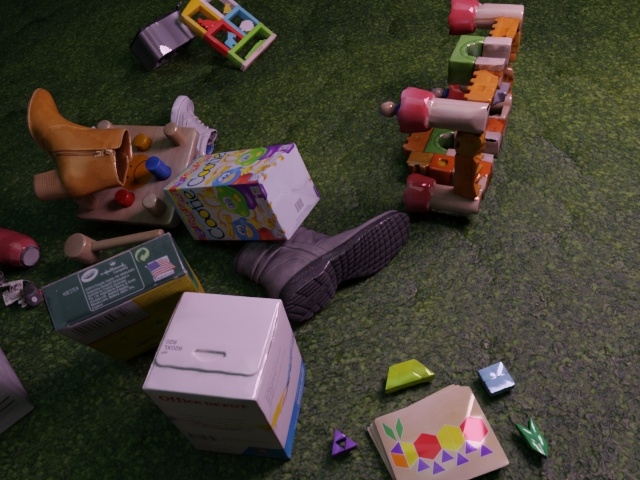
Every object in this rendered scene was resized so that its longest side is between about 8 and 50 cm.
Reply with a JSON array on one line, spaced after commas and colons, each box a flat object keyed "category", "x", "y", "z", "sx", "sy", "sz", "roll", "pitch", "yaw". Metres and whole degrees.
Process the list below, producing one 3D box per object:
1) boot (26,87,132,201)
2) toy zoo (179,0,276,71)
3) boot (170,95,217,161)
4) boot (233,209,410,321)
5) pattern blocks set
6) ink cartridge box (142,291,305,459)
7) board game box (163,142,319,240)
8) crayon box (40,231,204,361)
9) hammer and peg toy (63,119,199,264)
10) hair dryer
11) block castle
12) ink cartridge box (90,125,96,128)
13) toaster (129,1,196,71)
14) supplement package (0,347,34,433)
[{"category": "boot", "x": -0.535, "y": -0.231, "z": 1.215, "sx": 0.211, "sy": 0.104, "sz": 0.295, "roll": -13, "pitch": 72, "yaw": 2}, {"category": "toy zoo", "x": -0.306, "y": -0.686, "z": 1.704, "sx": 0.293, "sy": 0.030, "sz": 0.192, "roll": 37, "pitch": 57, "yaw": -7}, {"category": "boot", "x": -0.337, "y": -0.290, "z": 1.447, "sx": 0.123, "sy": 0.095, "sz": 0.259, "roll": -1, "pitch": 57, "yaw": 2}, {"category": "boot", "x": 0.000, "y": 0.000, "z": 1.108, "sx": 0.338, "sy": 0.118, "sz": 0.222, "roll": -30, "pitch": 42, "yaw": -23}, {"category": "pattern blocks set", "x": 0.179, "y": 0.318, "z": 0.845, "sx": 0.324, "sy": 0.026, "sz": 0.286, "roll": -12, "pitch": 48, "yaw": 1}, {"category": "ink cartridge box", "x": -0.135, "y": 0.218, "z": 0.856, "sx": 0.171, "sy": 0.233, "sz": 0.168, "roll": 2, "pitch": 50, "yaw": 12}, {"category": "board game box", "x": -0.168, "y": -0.098, "z": 1.139, "sx": 0.275, "sy": 0.142, "sz": 0.144, "roll": 0, "pitch": 39, "yaw": 35}, {"category": "crayon box", "x": -0.306, "y": 0.113, "z": 0.926, "sx": 0.202, "sy": 0.319, "sz": 0.081, "roll": -25, "pitch": 72, "yaw": -12}, {"category": "hammer and peg toy", "x": -0.432, "y": -0.106, "z": 1.258, "sx": 0.265, "sy": 0.127, "sz": 0.362, "roll": 4, "pitch": 70, "yaw": 15}, {"category": "hair dryer", "x": -0.748, "y": 0.052, "z": 1.201, "sx": 0.223, "sy": 0.080, "sz": 0.294, "roll": -12, "pitch": 43, "yaw": -22}, {"category": "block castle", "x": 0.288, "y": -0.295, "z": 1.175, "sx": 0.212, "sy": 0.303, "sz": 0.453, "roll": 12, "pitch": 52, "yaw": 22}, {"category": "ink cartridge box", "x": -0.678, "y": -0.275, "z": 1.532, "sx": 0.115, "sy": 0.029, "sz": 0.063, "roll": -35, "pitch": 52, "yaw": -19}, {"category": "toaster", "x": -0.506, "y": -0.649, "z": 1.733, "sx": 0.168, "sy": 0.110, "sz": 0.185, "roll": -43, "pitch": 18, "yaw": -24}, {"category": "supplement package", "x": -0.687, "y": 0.237, "z": 0.930, "sx": 0.198, "sy": 0.263, "sz": 0.199, "roll": -39, "pitch": 53, "yaw": -22}]
